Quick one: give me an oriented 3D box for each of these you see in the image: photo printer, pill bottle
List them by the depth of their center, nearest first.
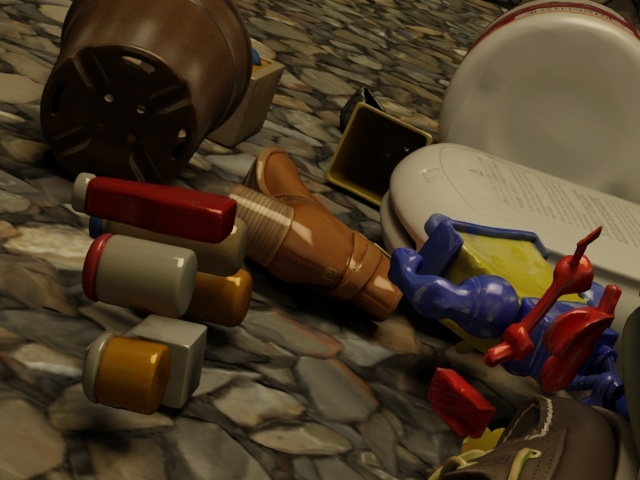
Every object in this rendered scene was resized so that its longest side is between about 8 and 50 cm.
[{"bbox_3d":[0.198,0.021,1.281,0.307,0.107,0.256,18,18,-10],"label":"photo printer"},{"bbox_3d":[0.244,-0.136,1.587,0.224,0.224,0.392,23,14,4],"label":"pill bottle"}]

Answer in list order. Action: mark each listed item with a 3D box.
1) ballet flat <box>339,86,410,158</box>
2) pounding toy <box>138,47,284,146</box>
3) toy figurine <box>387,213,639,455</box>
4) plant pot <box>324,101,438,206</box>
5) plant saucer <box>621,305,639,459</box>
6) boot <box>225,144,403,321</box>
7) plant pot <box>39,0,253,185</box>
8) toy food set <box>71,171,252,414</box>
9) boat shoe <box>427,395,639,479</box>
[{"bbox_3d":[0.074,-0.110,1.609,0.057,0.049,0.173,5,24,-39],"label":"ballet flat"},{"bbox_3d":[-0.119,-0.168,1.472,0.141,0.100,0.130,24,18,7],"label":"pounding toy"},{"bbox_3d":[0.171,0.028,1.069,0.362,0.191,0.217,4,29,-44],"label":"toy figurine"},{"bbox_3d":[0.067,-0.077,1.465,0.081,0.081,0.083,27,9,18],"label":"plant pot"},{"bbox_3d":[0.250,0.123,0.835,0.400,0.100,0.400,48,30,-40],"label":"plant saucer"},{"bbox_3d":[0.000,0.000,1.195,0.152,0.073,0.197,28,18,0],"label":"boot"},{"bbox_3d":[-0.148,-0.126,1.245,0.167,0.167,0.165,21,25,-4],"label":"plant pot"},{"bbox_3d":[-0.114,0.024,0.920,0.104,0.111,0.232,12,17,9],"label":"toy food set"},{"bbox_3d":[0.093,0.155,0.767,0.097,0.116,0.324,25,24,1],"label":"boat shoe"}]
